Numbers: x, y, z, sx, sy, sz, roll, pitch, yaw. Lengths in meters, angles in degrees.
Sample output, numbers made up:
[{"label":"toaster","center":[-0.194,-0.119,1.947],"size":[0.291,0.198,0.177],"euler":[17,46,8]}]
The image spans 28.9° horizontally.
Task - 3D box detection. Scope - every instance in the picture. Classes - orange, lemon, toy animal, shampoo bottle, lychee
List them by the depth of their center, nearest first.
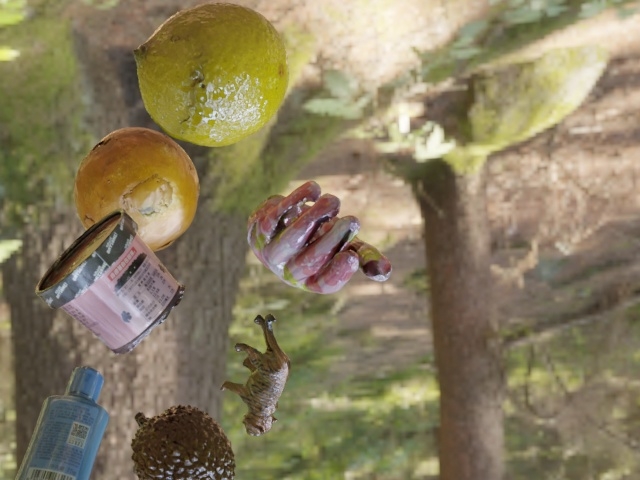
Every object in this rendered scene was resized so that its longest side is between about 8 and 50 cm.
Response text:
[{"label":"shampoo bottle","center":[-0.375,0.295,1.838],"size":[0.103,0.258,0.061],"euler":[13,132,-2]},{"label":"toy animal","center":[-0.089,0.205,1.898],"size":[0.056,0.099,0.241],"euler":[-32,154,-43]},{"label":"lemon","center":[-0.164,-0.270,1.991],"size":[0.253,0.228,0.228],"euler":[-27,-173,-28]},{"label":"lychee","center":[-0.264,0.398,2.314],"size":[0.238,0.200,0.200],"euler":[32,-170,25]},{"label":"orange","center":[-0.354,-0.096,2.397],"size":[0.246,0.246,0.246],"euler":[-2,174,0]}]

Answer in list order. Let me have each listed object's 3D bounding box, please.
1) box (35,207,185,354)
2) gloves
[{"label":"box","center":[-0.256,0.057,1.558],"size":[0.135,0.151,0.151],"euler":[46,156,-16]},{"label":"gloves","center":[-0.010,0.007,1.527],"size":[0.126,0.145,0.241],"euler":[-38,-160,1]}]
